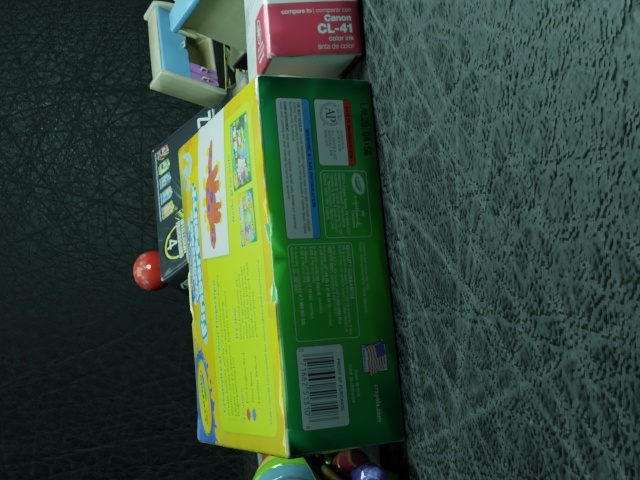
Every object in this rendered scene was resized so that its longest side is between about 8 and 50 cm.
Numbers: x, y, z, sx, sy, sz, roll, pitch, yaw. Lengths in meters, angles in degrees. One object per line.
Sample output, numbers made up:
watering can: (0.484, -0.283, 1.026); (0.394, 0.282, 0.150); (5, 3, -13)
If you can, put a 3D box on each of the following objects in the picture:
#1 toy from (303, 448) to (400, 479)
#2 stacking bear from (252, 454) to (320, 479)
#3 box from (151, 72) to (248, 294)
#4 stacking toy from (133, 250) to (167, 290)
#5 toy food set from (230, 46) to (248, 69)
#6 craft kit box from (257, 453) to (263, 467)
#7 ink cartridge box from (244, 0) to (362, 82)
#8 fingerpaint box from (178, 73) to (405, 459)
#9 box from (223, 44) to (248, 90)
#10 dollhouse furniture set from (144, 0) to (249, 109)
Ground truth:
toy: (0.051, 0.286, 1.086); (0.056, 0.137, 0.237); (-60, 8, -8)
stacking bear: (-0.048, 0.434, 1.565); (0.289, 0.175, 0.164); (-100, 7, -71)
box: (-0.213, -0.124, 1.910); (0.097, 0.318, 0.395); (36, -149, -41)
stacking toy: (-0.250, 0.047, 1.995); (0.141, 0.330, 0.141); (173, 90, -84)
toy food set: (-0.126, -0.493, 1.867); (0.306, 0.092, 0.220); (172, 95, -72)
craft kit box: (-0.124, 0.572, 2.318); (0.247, 0.060, 0.250); (93, 168, -48)
ink cartridge box: (-0.035, -0.370, 1.217); (0.226, 0.131, 0.306); (170, 98, -81)
fingerpaint box: (-0.056, 0.049, 1.214); (0.371, 0.163, 0.445); (158, 109, -65)
box: (-0.192, -0.377, 2.272); (0.322, 0.079, 0.257); (-121, 31, -70)
dollhouse furniture set: (-0.149, -0.411, 1.657); (0.303, 0.286, 0.198); (-43, 45, 39)
